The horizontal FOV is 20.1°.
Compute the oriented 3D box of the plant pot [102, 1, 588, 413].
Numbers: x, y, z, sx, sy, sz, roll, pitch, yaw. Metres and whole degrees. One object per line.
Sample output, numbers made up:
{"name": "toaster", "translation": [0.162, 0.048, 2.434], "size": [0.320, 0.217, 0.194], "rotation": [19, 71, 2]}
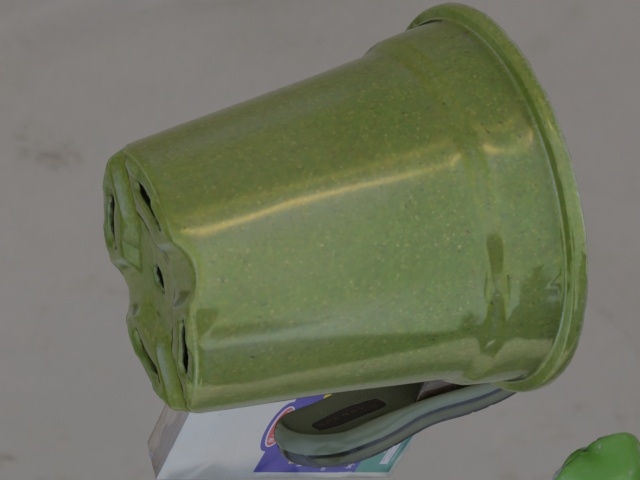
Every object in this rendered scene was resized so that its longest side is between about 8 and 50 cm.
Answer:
{"name": "plant pot", "translation": [0.000, 0.000, 1.209], "size": [0.254, 0.276, 0.276], "rotation": [-15, 145, -20]}

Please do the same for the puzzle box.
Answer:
{"name": "puzzle box", "translation": [0.021, 0.090, 1.726], "size": [0.272, 0.052, 0.409], "rotation": [4, 136, -28]}

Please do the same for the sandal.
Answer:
{"name": "sandal", "translation": [0.091, 0.107, 1.584], "size": [0.120, 0.303, 0.086], "rotation": [6, 115, 55]}

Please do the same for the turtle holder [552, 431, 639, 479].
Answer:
{"name": "turtle holder", "translation": [0.328, 0.182, 1.114], "size": [0.243, 0.320, 0.227], "rotation": [-45, 146, -4]}
